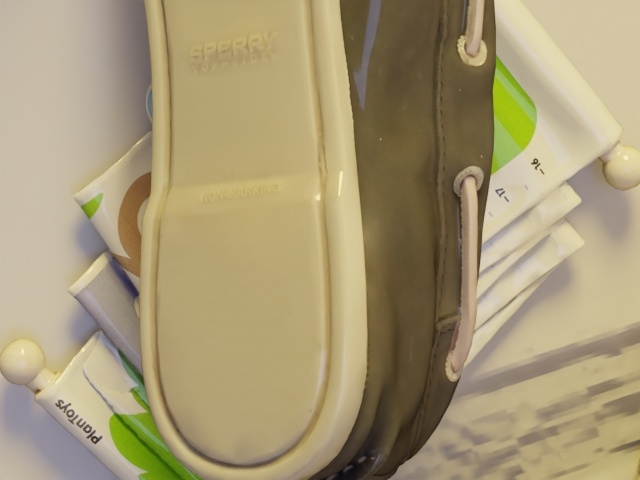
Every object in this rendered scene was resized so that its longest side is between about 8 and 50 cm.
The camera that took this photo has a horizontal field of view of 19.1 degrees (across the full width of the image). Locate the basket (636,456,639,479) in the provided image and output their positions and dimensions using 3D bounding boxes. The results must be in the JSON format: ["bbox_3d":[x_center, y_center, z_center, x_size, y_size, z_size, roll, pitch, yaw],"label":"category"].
[{"bbox_3d":[0.215,0.209,0.598,0.266,0.331,0.328,32,90,-9],"label":"basket"}]

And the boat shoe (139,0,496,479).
[{"bbox_3d":[0.002,-0.085,0.615,0.112,0.095,0.335,2,87,32],"label":"boat shoe"}]

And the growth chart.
[{"bbox_3d":[0.000,0.000,0.671,0.172,0.021,0.237,40,88,-14],"label":"growth chart"}]
